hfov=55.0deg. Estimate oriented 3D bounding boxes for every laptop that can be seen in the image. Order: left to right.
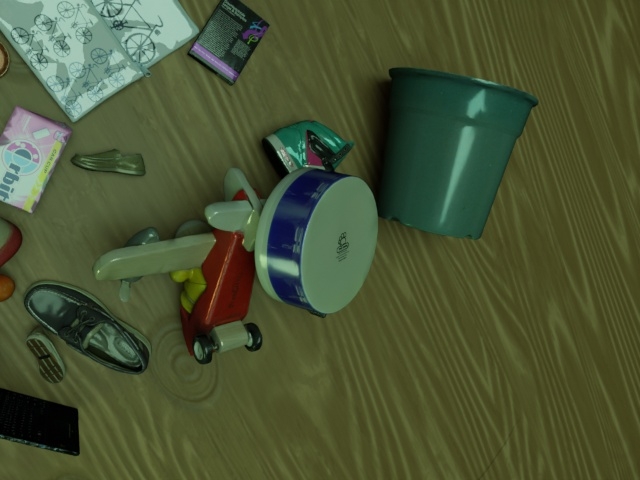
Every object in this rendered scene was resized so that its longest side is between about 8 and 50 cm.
[{"bbox_3d":[-0.556,0.264,1.142,0.264,0.234,0.137,24,87,-22],"label":"laptop"}]

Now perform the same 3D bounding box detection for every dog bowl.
[{"bbox_3d":[0.000,0.000,1.154,0.265,0.104,0.265,-26,123,-51],"label":"dog bowl"}]

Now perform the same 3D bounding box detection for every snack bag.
[{"bbox_3d":[-0.451,-0.460,1.221,0.342,0.037,0.323,-38,108,-15],"label":"snack bag"}]

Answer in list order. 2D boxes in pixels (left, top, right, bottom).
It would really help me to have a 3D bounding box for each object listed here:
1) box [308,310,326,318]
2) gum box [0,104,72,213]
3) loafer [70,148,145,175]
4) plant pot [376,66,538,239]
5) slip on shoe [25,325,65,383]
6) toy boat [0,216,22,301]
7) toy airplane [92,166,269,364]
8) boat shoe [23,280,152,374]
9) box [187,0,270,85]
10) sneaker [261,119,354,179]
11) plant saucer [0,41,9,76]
[{"bbox_3d":[0.001,0.051,1.326,0.184,0.045,0.191,-66,152,-20],"label":"box"},{"bbox_3d":[-0.568,-0.159,1.186,0.107,0.062,0.188,26,85,-23],"label":"gum box"},{"bbox_3d":[-0.430,-0.163,1.252,0.148,0.056,0.050,5,93,-33],"label":"loafer"},{"bbox_3d":[0.288,-0.191,1.419,0.341,0.341,0.334,8,99,-23],"label":"plant pot"},{"bbox_3d":[-0.550,0.231,1.238,0.051,0.041,0.135,-13,125,1],"label":"slip on shoe"},{"bbox_3d":[-0.643,0.066,1.155,0.231,0.151,0.151,-55,142,-8],"label":"toy boat"},{"bbox_3d":[-0.211,0.023,1.243,0.384,0.272,0.386,-44,140,-7],"label":"toy airplane"},{"bbox_3d":[-0.466,0.180,1.247,0.285,0.092,0.103,40,83,-20],"label":"boat shoe"},{"bbox_3d":[-0.198,-0.438,1.335,0.116,0.029,0.162,33,83,-23],"label":"box"},{"bbox_3d":[0.012,-0.153,1.408,0.178,0.124,0.296,-37,114,-13],"label":"sneaker"},{"bbox_3d":[-0.636,-0.346,1.166,0.083,0.013,0.084,-2,95,-23],"label":"plant saucer"}]
